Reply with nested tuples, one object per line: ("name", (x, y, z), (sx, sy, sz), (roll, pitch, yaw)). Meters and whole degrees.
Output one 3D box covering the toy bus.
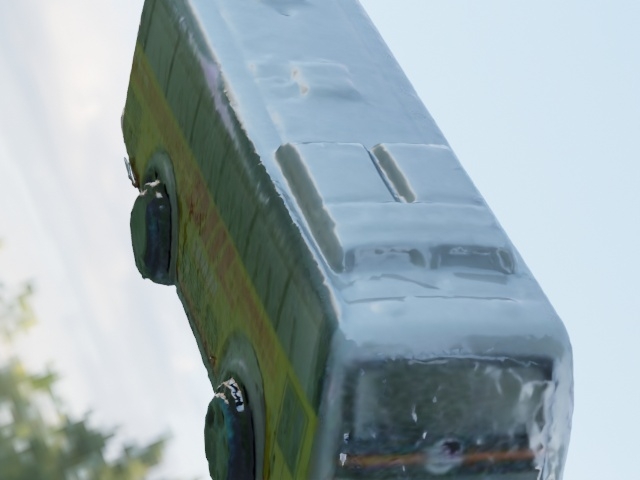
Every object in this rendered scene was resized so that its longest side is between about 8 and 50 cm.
("toy bus", (0.000, 0.000, 0.622), (0.268, 0.092, 0.106), (-116, -149, -54))
